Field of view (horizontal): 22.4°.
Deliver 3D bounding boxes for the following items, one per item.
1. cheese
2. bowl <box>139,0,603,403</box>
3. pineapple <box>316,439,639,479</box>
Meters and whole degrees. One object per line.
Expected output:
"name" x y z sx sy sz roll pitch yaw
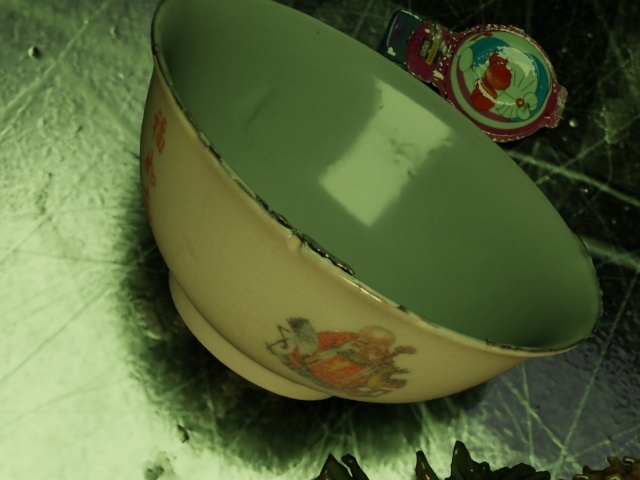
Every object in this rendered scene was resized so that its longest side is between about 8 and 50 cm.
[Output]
"cheese" 0.114 -0.126 1.196 0.145 0.038 0.095 22 70 -4
"bowl" 0.000 0.000 1.048 0.345 0.345 0.157 39 115 3
"pineapple" 0.142 0.203 1.046 0.309 0.141 0.170 10 35 -4
